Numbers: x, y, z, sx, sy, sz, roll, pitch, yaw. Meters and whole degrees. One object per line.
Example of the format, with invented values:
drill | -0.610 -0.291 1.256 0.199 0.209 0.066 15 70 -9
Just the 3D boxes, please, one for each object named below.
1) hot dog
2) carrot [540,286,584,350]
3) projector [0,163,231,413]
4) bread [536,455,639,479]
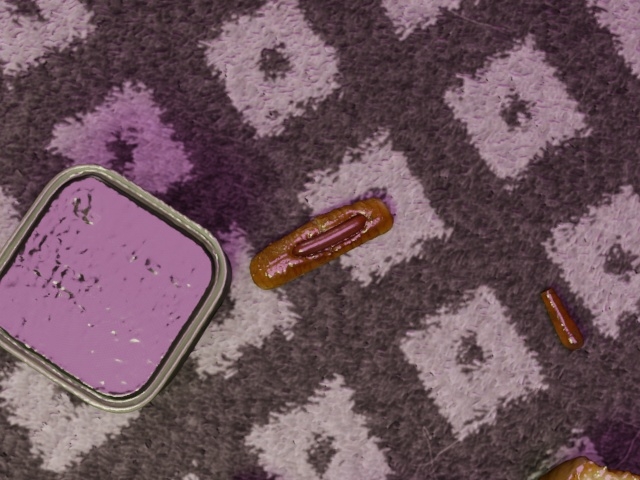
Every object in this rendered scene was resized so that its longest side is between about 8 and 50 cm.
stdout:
hot dog | 0.000 0.000 1.547 0.215 0.047 0.066 -25 85 -4
carrot | 0.336 0.111 1.564 0.032 0.032 0.093 -27 83 -4
projector | -0.262 0.062 1.429 0.248 0.249 0.249 33 85 -1
bread | 0.350 0.449 1.471 0.194 0.179 0.340 2 84 -4
